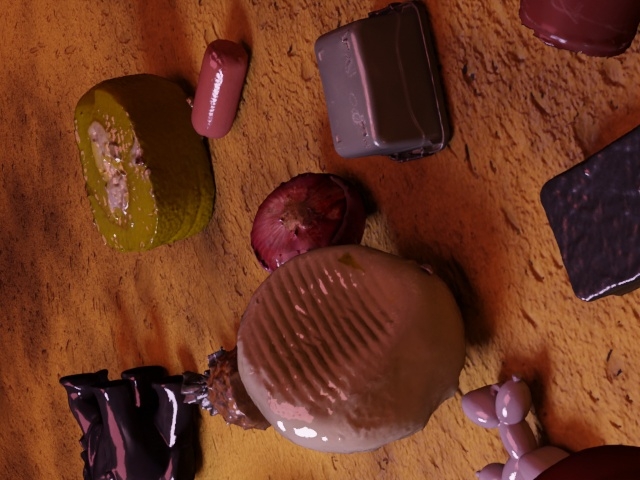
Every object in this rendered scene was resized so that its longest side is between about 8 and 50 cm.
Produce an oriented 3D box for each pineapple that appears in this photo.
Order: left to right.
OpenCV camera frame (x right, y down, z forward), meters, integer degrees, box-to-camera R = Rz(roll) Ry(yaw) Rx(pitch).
[{"bbox_3d":[-0.128,0.212,1.847,0.248,0.128,0.128,-12,91,65],"label":"pineapple"}]

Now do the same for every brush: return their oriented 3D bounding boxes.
[{"bbox_3d":[0.277,-0.028,1.103,0.197,0.059,0.123,-38,70,58],"label":"brush"}]

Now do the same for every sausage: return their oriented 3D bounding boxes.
[{"bbox_3d":[-0.141,-0.206,1.754,0.062,0.062,0.154,56,145,32],"label":"sausage"}]

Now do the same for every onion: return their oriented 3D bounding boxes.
[{"bbox_3d":[0.000,0.000,1.559,0.150,0.150,0.140,43,176,45],"label":"onion"}]

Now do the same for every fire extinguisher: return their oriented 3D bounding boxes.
[{"bbox_3d":[0.248,-0.325,1.010,0.147,0.106,0.337,-99,18,-51],"label":"fire extinguisher"}]

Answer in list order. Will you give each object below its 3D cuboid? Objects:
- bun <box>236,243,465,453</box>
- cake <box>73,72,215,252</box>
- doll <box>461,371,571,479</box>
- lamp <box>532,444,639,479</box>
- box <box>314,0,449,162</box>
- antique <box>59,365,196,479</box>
[{"bbox_3d":[0.040,0.131,1.413,0.259,0.259,0.160,45,173,43],"label":"bun"},{"bbox_3d":[-0.262,-0.119,1.911,0.179,0.156,0.260,3,109,43],"label":"cake"},{"bbox_3d":[0.204,0.220,1.329,0.160,0.059,0.161,53,143,34],"label":"doll"},{"bbox_3d":[0.275,0.308,1.030,0.303,0.257,0.303,50,-178,-2],"label":"lamp"},{"bbox_3d":[0.062,-0.168,1.387,0.124,0.093,0.172,-11,92,61],"label":"box"},{"bbox_3d":[-0.328,0.352,2.180,0.322,0.185,0.255,4,104,56],"label":"antique"}]
